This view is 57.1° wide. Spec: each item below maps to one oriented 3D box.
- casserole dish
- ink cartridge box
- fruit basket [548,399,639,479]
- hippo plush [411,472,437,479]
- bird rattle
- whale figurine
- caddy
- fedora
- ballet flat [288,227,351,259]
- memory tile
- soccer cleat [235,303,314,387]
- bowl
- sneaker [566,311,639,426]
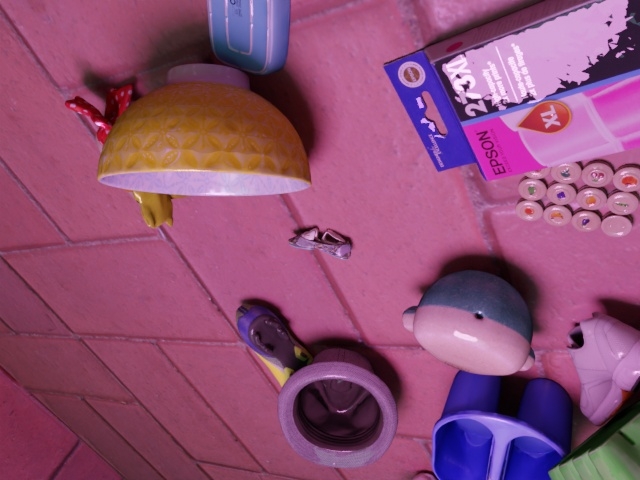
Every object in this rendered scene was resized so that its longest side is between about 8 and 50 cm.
[{"bbox_3d":[-0.098,-0.292,0.760,0.114,0.037,0.188,19,137,12],"label":"casserole dish"},{"bbox_3d":[0.255,-0.172,0.660,0.370,0.069,0.176,-10,126,39],"label":"ink cartridge box"},{"bbox_3d":[0.496,0.398,0.750,0.392,0.282,0.392,54,170,14],"label":"fruit basket"},{"bbox_3d":[0.323,0.652,1.316,0.294,0.234,0.236,33,140,-3],"label":"hippo plush"},{"bbox_3d":[-0.327,-0.131,0.995,0.253,0.143,0.207,45,154,-12],"label":"bird rattle"},{"bbox_3d":[0.242,0.137,0.948,0.216,0.141,0.272,18,162,14],"label":"whale figurine"},{"bbox_3d":[0.334,0.390,1.089,0.241,0.179,0.341,11,136,22],"label":"caddy"},{"bbox_3d":[0.039,0.329,1.217,0.243,0.124,0.276,-2,121,10],"label":"fedora"},{"bbox_3d":[0.000,0.000,1.002,0.114,0.041,0.041,14,137,17],"label":"ballet flat"},{"bbox_3d":[0.332,-0.058,0.763,0.147,0.012,0.113,11,136,20],"label":"memory tile"},{"bbox_3d":[-0.089,0.240,1.275,0.121,0.093,0.289,31,156,50],"label":"soccer cleat"},{"bbox_3d":[-0.156,-0.152,0.820,0.289,0.289,0.156,-1,88,31],"label":"bowl"},{"bbox_3d":[0.436,0.192,0.913,0.121,0.099,0.262,42,158,31],"label":"sneaker"}]
